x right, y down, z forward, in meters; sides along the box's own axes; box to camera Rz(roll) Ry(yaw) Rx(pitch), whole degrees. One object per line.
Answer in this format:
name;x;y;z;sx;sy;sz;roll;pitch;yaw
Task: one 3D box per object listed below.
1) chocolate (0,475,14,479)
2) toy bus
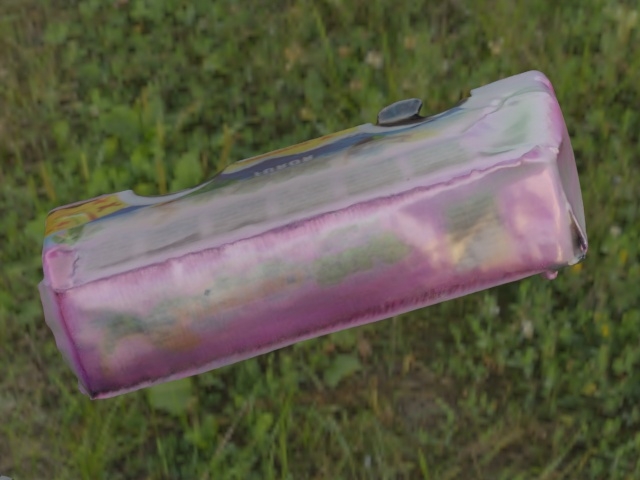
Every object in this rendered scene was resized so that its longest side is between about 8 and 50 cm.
chocolate;-0.189;0.271;0.698;0.126;0.148;0.343;-3;49;39
toy bus;0.000;-0.001;0.825;0.274;0.090;0.112;-17;21;3
